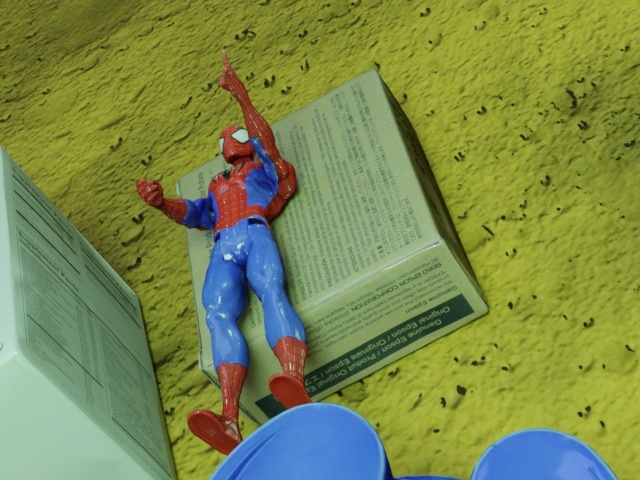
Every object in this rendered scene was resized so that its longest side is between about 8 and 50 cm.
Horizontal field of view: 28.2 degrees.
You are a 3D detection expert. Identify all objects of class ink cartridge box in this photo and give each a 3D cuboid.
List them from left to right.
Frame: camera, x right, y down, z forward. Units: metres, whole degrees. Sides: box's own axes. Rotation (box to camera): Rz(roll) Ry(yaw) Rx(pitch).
[{"bbox_3d":[0.000,0.000,0.966,0.193,0.088,0.235,-29,38,12],"label":"ink cartridge box"}]

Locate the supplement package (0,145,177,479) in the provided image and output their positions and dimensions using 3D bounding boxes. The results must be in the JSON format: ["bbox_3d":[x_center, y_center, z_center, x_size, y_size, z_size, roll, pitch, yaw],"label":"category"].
[{"bbox_3d":[-0.253,0.110,0.955,0.199,0.198,0.263,-32,37,7],"label":"supplement package"}]

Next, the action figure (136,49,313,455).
[{"bbox_3d":[-0.068,-0.011,0.853,0.091,0.139,0.280,-24,37,15],"label":"action figure"}]

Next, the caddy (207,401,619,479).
[{"bbox_3d":[0.037,0.243,0.603,0.241,0.179,0.341,5,49,13],"label":"caddy"}]
